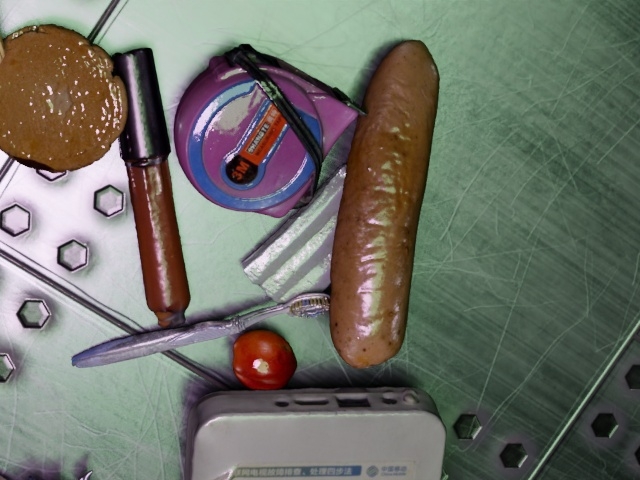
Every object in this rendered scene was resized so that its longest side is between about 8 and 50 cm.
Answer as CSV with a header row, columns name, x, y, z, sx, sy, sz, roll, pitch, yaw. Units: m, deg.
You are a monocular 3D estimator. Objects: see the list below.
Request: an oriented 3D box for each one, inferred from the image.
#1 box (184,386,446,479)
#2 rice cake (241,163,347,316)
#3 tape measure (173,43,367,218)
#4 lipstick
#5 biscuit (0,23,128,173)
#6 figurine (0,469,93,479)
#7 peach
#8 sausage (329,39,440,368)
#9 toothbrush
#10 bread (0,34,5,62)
name,x,y,z,sx,sy,sz,roll,pitch,yaw
box,-0.015,0.416,1.957,0.396,0.111,0.396,1,112,-12
rice cake,0.000,0.000,1.933,0.127,0.043,0.237,43,92,-17
tape measure,-0.090,-0.154,1.833,0.245,0.149,0.231,29,105,-23
lipstick,-0.250,-0.074,1.851,0.077,0.077,0.418,-9,105,-9
biscuit,-0.382,-0.201,1.787,0.226,0.042,0.226,2,105,9
figurine,-0.392,0.472,1.894,0.265,0.197,0.175,17,134,-17
peach,-0.085,0.185,1.929,0.100,0.101,0.101,-2,102,-11
sausage,0.095,-0.059,1.853,0.136,0.123,0.501,14,83,-52
toothbrush,-0.179,0.139,1.910,0.413,0.042,0.035,-14,114,2
bread,-0.577,-0.263,1.712,0.288,0.152,0.119,-26,144,-4
